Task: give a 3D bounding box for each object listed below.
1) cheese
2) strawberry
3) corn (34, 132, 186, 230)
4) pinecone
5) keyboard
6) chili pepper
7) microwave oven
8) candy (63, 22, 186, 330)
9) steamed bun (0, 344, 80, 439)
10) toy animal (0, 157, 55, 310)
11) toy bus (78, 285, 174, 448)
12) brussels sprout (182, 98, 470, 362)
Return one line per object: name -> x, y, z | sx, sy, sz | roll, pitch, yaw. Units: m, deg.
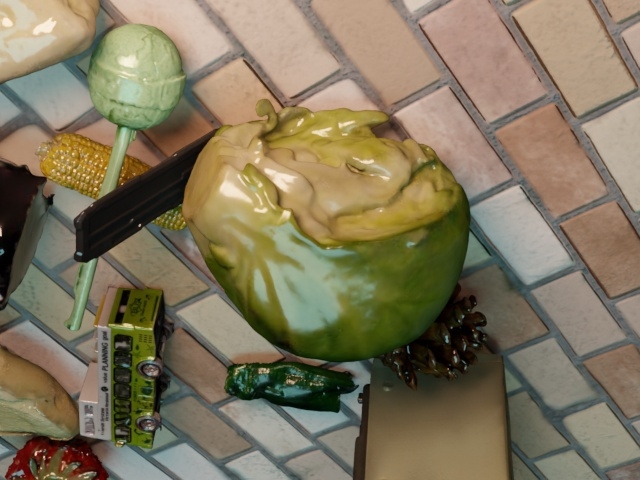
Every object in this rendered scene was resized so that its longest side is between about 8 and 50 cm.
cheese -> -0.420, -0.282, 1.098 | 0.248, 0.173, 0.251 | -27, 127, 14
strawberry -> -0.476, 0.449, 1.789 | 0.187, 0.184, 0.201 | 0, 162, -4
corn -> -0.276, -0.082, 1.342 | 0.238, 0.080, 0.080 | 23, 130, -21
pinecone -> 0.157, 0.133, 1.454 | 0.195, 0.179, 0.150 | 3, 126, -23
keyboard -> -0.215, -0.062, 1.261 | 0.016, 0.262, 0.106 | 37, 141, 20
chili pepper -> -0.049, 0.247, 1.646 | 0.224, 0.061, 0.098 | 10, 126, -4
microwave oven -> 0.198, 0.414, 1.614 | 0.247, 0.333, 0.394 | -3, 133, 12
candy -> -0.272, -0.066, 1.261 | 0.119, 0.119, 0.440 | 14, 114, -10
steamed bun -> -0.519, 0.245, 1.629 | 0.231, 0.110, 0.212 | 5, 143, 2
toy animal -> -0.504, -0.046, 1.307 | 0.267, 0.212, 0.212 | 25, 130, -4
toy bus -> -0.319, 0.210, 1.595 | 0.139, 0.113, 0.301 | 7, 130, -4
brussels sprout -> 0.000, 0.000, 1.271 | 0.371, 0.276, 0.315 | 18, 127, -14
